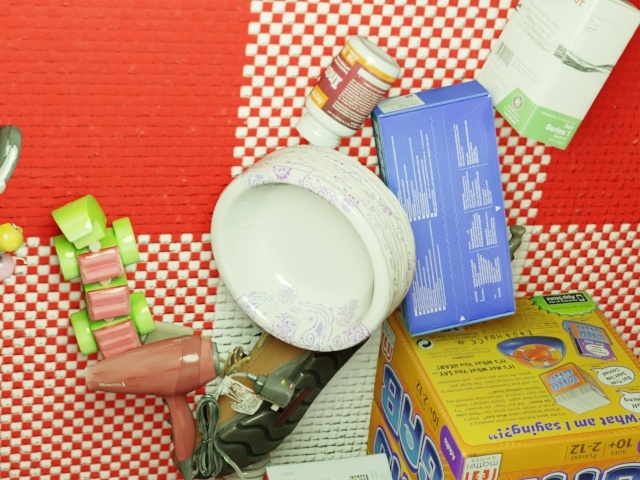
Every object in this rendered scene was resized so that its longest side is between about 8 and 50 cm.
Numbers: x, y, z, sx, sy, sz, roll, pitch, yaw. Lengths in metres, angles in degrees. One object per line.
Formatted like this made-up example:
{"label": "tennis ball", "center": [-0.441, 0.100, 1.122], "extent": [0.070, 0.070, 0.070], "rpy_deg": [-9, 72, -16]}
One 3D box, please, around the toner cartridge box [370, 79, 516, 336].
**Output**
{"label": "toner cartridge box", "center": [0.178, -0.044, 1.957], "extent": [0.165, 0.075, 0.348], "rpy_deg": [-11, 114, -4]}

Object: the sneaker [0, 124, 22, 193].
{"label": "sneaker", "center": [-0.496, -0.078, 1.771], "extent": [0.132, 0.086, 0.229], "rpy_deg": [30, 109, -29]}

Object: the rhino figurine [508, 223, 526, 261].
{"label": "rhino figurine", "center": [0.186, 0.018, 2.065], "extent": [0.243, 0.073, 0.106], "rpy_deg": [1, 117, -17]}

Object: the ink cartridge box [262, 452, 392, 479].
{"label": "ink cartridge box", "center": [-0.035, 0.490, 2.206], "extent": [0.271, 0.130, 0.309], "rpy_deg": [-4, 141, -16]}

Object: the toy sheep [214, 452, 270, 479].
{"label": "toy sheep", "center": [-0.123, 0.359, 2.175], "extent": [0.091, 0.091, 0.132], "rpy_deg": [-3, 117, -17]}

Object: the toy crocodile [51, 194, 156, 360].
{"label": "toy crocodile", "center": [-0.302, 0.079, 1.921], "extent": [0.115, 0.105, 0.341], "rpy_deg": [-14, 125, -9]}

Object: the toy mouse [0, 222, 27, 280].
{"label": "toy mouse", "center": [-0.458, 0.034, 1.841], "extent": [0.143, 0.031, 0.161], "rpy_deg": [-35, 159, 2]}

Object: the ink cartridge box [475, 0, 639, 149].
{"label": "ink cartridge box", "center": [0.326, -0.263, 1.876], "extent": [0.092, 0.160, 0.219], "rpy_deg": [15, 116, -30]}

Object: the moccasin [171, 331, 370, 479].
{"label": "moccasin", "center": [-0.091, 0.210, 2.067], "extent": [0.139, 0.147, 0.380], "rpy_deg": [26, 107, -45]}

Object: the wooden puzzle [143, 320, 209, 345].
{"label": "wooden puzzle", "center": [-0.233, 0.158, 2.052], "extent": [0.116, 0.014, 0.079], "rpy_deg": [20, 109, -28]}

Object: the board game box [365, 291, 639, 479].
{"label": "board game box", "center": [0.301, 0.335, 2.131], "extent": [0.356, 0.356, 0.356], "rpy_deg": [-4, 123, -16]}

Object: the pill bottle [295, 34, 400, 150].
{"label": "pill bottle", "center": [0.035, -0.199, 1.866], "extent": [0.086, 0.086, 0.152], "rpy_deg": [27, 109, -30]}

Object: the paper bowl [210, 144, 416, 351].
{"label": "paper bowl", "center": [0.000, 0.000, 1.897], "extent": [0.148, 0.284, 0.284], "rpy_deg": [-43, 142, -47]}

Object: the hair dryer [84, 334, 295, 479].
{"label": "hair dryer", "center": [-0.201, 0.241, 1.938], "extent": [0.293, 0.080, 0.224], "rpy_deg": [30, 100, -13]}
